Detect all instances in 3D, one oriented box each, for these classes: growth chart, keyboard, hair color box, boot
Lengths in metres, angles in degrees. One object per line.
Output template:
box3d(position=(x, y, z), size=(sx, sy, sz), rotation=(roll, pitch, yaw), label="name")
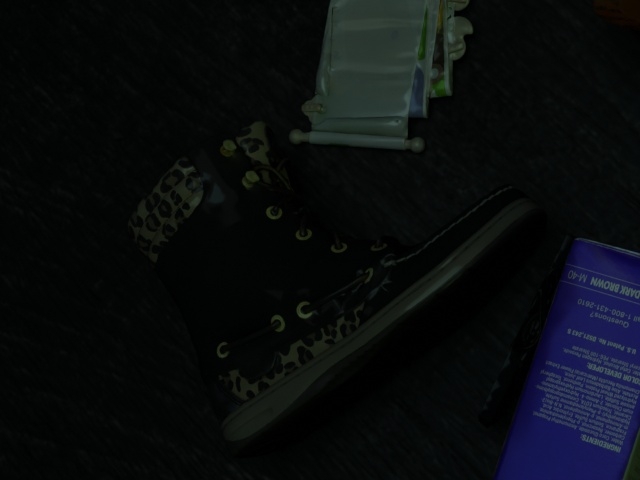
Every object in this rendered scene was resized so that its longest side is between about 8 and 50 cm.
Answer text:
box3d(position=(0.071, -0.200, 1.383), size=(0.172, 0.021, 0.237), rotation=(12, 84, 24), label="growth chart")
box3d(position=(0.199, 0.088, 1.229), size=(0.038, 0.100, 0.192), rotation=(25, 90, 14), label="keyboard")
box3d(position=(0.216, 0.185, 1.141), size=(0.110, 0.185, 0.338), rotation=(16, 82, 19), label="hair color box")
box3d(position=(0.000, 0.000, 1.313), size=(0.377, 0.138, 0.284), rotation=(-40, 67, 16), label="boot")

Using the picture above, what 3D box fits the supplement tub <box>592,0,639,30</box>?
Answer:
box3d(position=(0.326, -0.371, 1.212), size=(0.207, 0.207, 0.338), rotation=(-2, 79, 22), label="supplement tub")
